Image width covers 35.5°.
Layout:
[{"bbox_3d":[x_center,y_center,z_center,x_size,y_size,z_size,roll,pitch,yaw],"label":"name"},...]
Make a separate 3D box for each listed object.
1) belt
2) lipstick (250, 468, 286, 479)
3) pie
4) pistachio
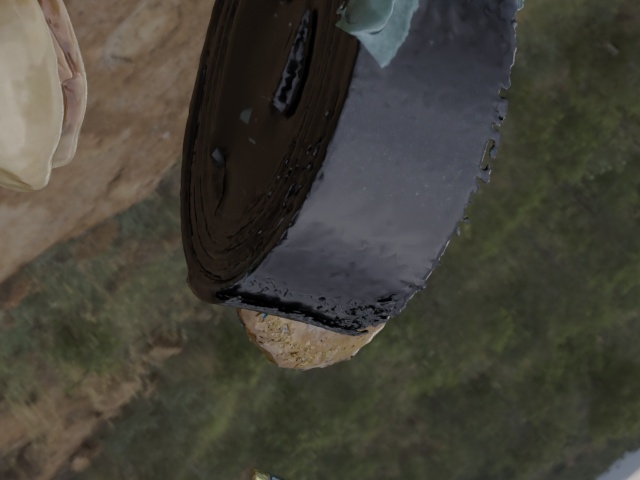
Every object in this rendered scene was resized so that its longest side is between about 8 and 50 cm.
[{"bbox_3d":[0.005,-0.067,0.391,0.078,0.198,0.151,16,166,-27],"label":"belt"},{"bbox_3d":[-0.043,0.296,1.177,0.116,0.037,0.037,34,104,-35],"label":"lipstick"},{"bbox_3d":[0.001,-0.001,1.014,0.273,0.069,0.273,-2,93,-45],"label":"pie"},{"bbox_3d":[-0.379,-0.202,1.109,0.214,0.318,0.193,-11,-155,18],"label":"pistachio"}]
